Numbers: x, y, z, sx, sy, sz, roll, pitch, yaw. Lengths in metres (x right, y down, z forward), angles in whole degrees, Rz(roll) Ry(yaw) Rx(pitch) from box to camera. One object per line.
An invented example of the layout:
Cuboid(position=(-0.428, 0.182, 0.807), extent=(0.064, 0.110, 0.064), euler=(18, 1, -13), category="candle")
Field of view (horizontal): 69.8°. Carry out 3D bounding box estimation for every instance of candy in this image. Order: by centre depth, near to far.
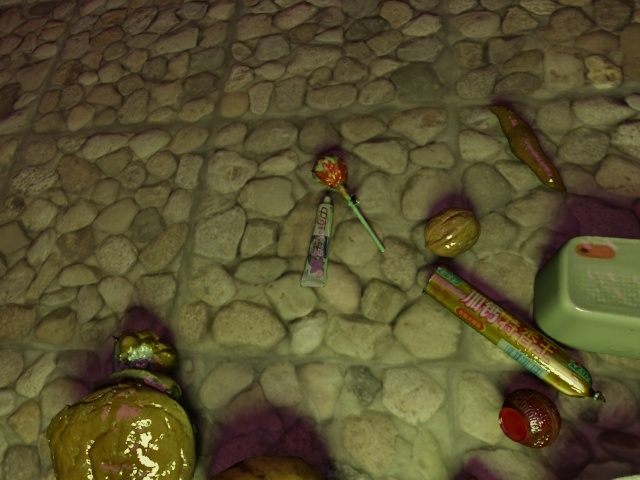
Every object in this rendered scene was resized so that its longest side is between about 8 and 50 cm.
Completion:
Cuboid(position=(0.070, -0.088, 1.090), extent=(0.084, 0.078, 0.287), euler=(-27, 70, -8), category="candy")

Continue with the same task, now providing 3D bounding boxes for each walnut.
Cuboid(position=(0.279, -0.016, 0.981), extent=(0.124, 0.105, 0.105), euler=(-35, 62, 1), category="walnut")

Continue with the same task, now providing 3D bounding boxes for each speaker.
Cuboid(position=(0.605, 0.105, 0.794), extent=(0.406, 0.184, 0.183), euler=(6, 67, 16), category="speaker")

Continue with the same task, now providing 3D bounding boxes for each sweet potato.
Cuboid(position=(0.472, -0.213, 1.049), extent=(0.067, 0.067, 0.274), euler=(-25, 67, 1), category="sweet potato")

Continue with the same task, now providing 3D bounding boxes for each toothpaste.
Cuboid(position=(0.000, 0.000, 1.075), extent=(0.060, 0.038, 0.233), euler=(4, 68, 15), category="toothpaste")

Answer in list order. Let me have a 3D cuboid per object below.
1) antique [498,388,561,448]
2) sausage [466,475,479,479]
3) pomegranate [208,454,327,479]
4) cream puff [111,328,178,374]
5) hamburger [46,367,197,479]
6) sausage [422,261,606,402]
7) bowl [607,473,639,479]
Cuboid(position=(0.369, 0.311, 0.805), extent=(0.104, 0.104, 0.104), euler=(-5, 64, 11), category="antique")
Cuboid(position=(0.201, 0.517, 0.741), extent=(0.259, 0.113, 0.113), euler=(-43, 63, -9), category="sausage")
Cuboid(position=(-0.091, 0.492, 0.738), extent=(0.281, 0.281, 0.281), euler=(-5, 64, 11), category="pomegranate")
Cuboid(position=(-0.386, 0.265, 1.005), extent=(0.156, 0.156, 0.121), euler=(-30, 20, -2), category="cream puff")
Cuboid(position=(-0.378, 0.404, 0.881), extent=(0.265, 0.134, 0.285), euler=(-20, 91, 8), category="hamburger")
Cuboid(position=(0.363, 0.182, 0.878), extent=(0.371, 0.082, 0.082), euler=(38, 78, 25), category="sausage")
Cuboid(position=(0.480, 0.546, 0.609), extent=(0.435, 0.196, 0.435), euler=(-5, 65, 11), category="bowl")
